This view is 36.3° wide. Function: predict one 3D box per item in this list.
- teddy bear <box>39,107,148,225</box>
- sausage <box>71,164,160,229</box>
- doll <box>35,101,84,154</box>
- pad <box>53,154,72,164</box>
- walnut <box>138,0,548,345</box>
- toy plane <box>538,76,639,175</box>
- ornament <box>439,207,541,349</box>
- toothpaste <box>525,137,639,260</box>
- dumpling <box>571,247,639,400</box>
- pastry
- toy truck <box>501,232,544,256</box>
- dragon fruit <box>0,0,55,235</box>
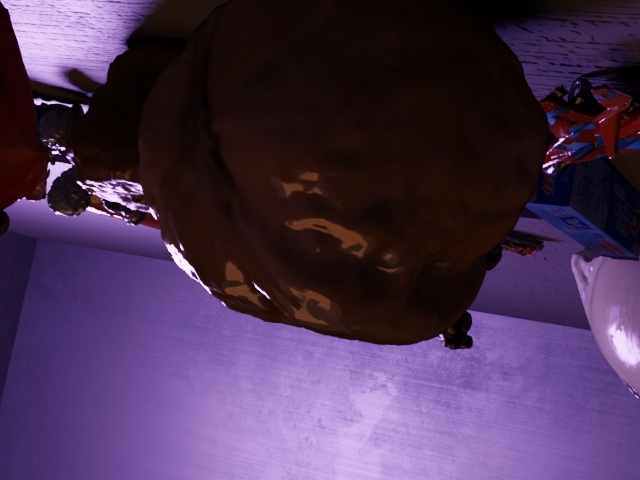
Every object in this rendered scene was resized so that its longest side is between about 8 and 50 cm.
[{"bbox_3d":[-0.200,-0.084,1.090,0.213,0.133,0.111,-1,-177,-9],"label":"teddy bear"},{"bbox_3d":[-0.189,-0.066,1.261,0.259,0.113,0.113,16,172,-30],"label":"sausage"},{"bbox_3d":[-0.344,-0.129,1.136,0.152,0.085,0.114,-1,157,10],"label":"doll"},{"bbox_3d":[-0.466,-0.154,1.436,0.202,0.005,0.300,11,174,3],"label":"pad"},{"bbox_3d":[0.021,-0.050,0.607,0.257,0.257,0.224,16,139,-39],"label":"walnut"},{"bbox_3d":[0.200,-0.081,0.729,0.130,0.061,0.189,11,178,-12],"label":"toy plane"},{"bbox_3d":[0.158,0.034,1.191,0.153,0.196,0.166,4,169,43],"label":"ornament"},{"bbox_3d":[0.267,-0.036,0.962,0.053,0.066,0.272,6,172,31],"label":"toothpaste"},{"bbox_3d":[0.480,0.101,1.156,0.315,0.233,0.395,11,-172,-26],"label":"dumpling"},{"bbox_3d":[-0.105,-0.075,0.888,0.240,0.132,0.235,13,166,5],"label":"pastry"},{"bbox_3d":[0.292,0.003,1.449,0.083,0.024,0.032,16,143,-20],"label":"toy truck"},{"bbox_3d":[-0.351,-0.081,0.654,0.291,0.269,0.250,-17,180,-26],"label":"dragon fruit"}]
